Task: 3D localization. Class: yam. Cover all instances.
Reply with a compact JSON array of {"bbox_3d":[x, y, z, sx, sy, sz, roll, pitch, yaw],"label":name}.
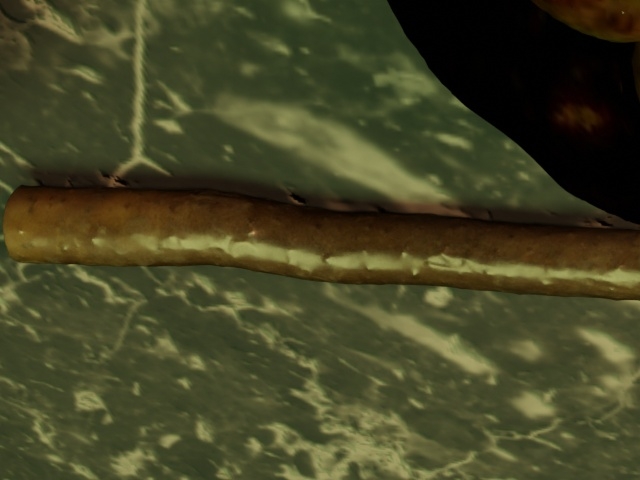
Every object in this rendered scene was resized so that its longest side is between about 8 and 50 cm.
[{"bbox_3d":[0.000,0.000,0.898,0.327,0.045,0.045,4,109,15],"label":"yam"}]

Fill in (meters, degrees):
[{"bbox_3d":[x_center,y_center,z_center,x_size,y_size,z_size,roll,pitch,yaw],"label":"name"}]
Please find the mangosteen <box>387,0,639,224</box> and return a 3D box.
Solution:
[{"bbox_3d":[0.134,-0.120,0.507,0.233,0.287,0.287,4,146,-20],"label":"mangosteen"}]
